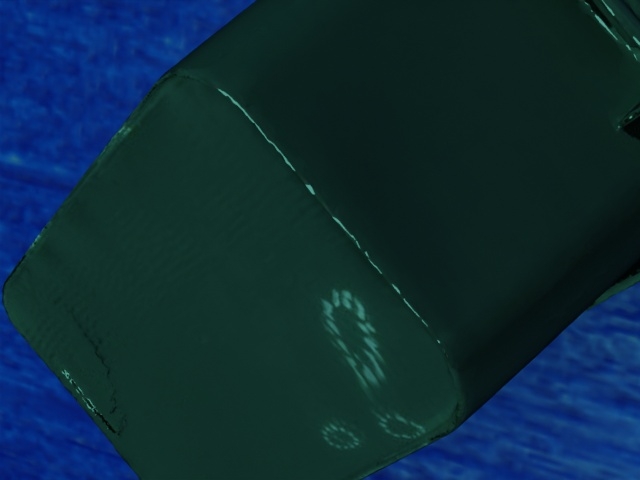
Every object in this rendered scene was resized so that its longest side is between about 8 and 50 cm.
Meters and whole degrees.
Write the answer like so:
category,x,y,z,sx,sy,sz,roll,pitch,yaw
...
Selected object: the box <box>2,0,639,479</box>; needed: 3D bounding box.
category,x,y,z,sx,sy,sz,roll,pitch,yaw
box,0.000,0.000,0.462,0.163,0.135,0.243,50,145,-1
